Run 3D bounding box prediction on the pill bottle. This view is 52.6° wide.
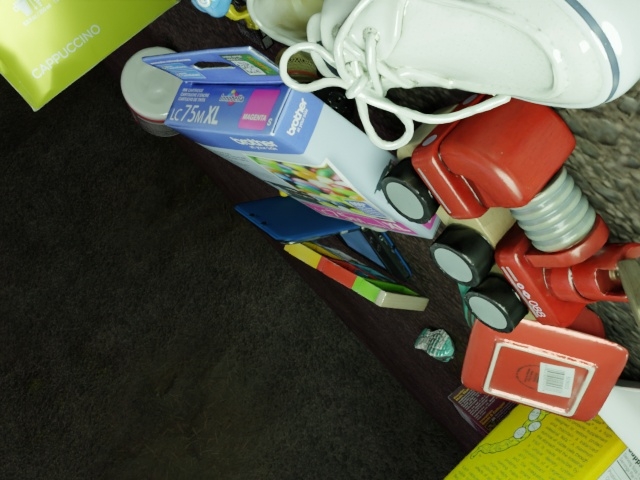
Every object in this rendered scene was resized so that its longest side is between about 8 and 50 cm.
[{"bbox_3d":[-0.409,-0.368,1.680,0.176,0.176,0.318,49,171,-5],"label":"pill bottle"}]

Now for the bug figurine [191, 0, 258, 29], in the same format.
[{"bbox_3d":[-0.143,-0.334,0.626,0.216,0.072,0.279,-134,25,-67],"label":"bug figurine"}]

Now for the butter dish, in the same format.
[{"bbox_3d":[0.258,0.116,0.752,0.160,0.118,0.160,14,138,16],"label":"butter dish"}]

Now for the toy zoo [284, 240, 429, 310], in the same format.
[{"bbox_3d":[0.057,0.059,1.307,0.293,0.030,0.192,29,-172,33],"label":"toy zoo"}]

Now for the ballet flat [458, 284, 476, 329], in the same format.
[{"bbox_3d":[0.209,0.041,0.824,0.247,0.083,0.087,61,-171,-54],"label":"ballet flat"}]

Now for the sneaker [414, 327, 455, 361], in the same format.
[{"bbox_3d":[0.270,0.236,1.424,0.076,0.065,0.166,33,176,-7],"label":"sneaker"}]

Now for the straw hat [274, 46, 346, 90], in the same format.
[{"bbox_3d":[-0.034,-0.220,0.849,0.144,0.144,0.061,176,93,-79],"label":"straw hat"}]

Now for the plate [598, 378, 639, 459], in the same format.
[{"bbox_3d":[0.430,0.246,0.689,0.277,0.045,0.278,49,171,3],"label":"plate"}]

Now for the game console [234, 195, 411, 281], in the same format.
[{"bbox_3d":[0.000,0.000,1.297,0.250,0.173,0.293,54,170,-29],"label":"game console"}]

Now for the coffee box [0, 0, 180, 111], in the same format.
[{"bbox_3d":[-0.527,-0.493,1.189,0.334,0.337,0.338,36,164,54],"label":"coffee box"}]

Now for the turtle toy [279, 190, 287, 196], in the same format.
[{"bbox_3d":[-0.064,-0.143,1.331,0.130,0.066,0.095,73,179,-72],"label":"turtle toy"}]

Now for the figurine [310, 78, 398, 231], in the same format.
[{"bbox_3d":[0.047,-0.108,0.848,0.215,0.092,0.209,40,168,-5],"label":"figurine"}]

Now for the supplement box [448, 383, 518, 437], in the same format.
[{"bbox_3d":[0.358,0.346,1.270,0.188,0.104,0.081,40,168,47],"label":"supplement box"}]

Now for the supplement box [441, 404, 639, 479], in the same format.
[{"bbox_3d":[0.311,0.407,0.932,0.194,0.356,0.195,52,171,-18],"label":"supplement box"}]

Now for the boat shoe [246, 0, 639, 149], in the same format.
[{"bbox_3d":[0.044,-0.152,0.480,0.367,0.156,0.136,40,168,44],"label":"boat shoe"}]

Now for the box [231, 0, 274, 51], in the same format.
[{"bbox_3d":[-0.105,-0.320,0.932,0.067,0.018,0.083,42,169,36],"label":"box"}]

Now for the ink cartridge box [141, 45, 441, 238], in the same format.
[{"bbox_3d":[-0.025,-0.092,0.675,0.186,0.065,0.311,15,168,45],"label":"ink cartridge box"}]

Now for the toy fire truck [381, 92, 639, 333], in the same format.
[{"bbox_3d":[0.183,-0.009,0.522,0.217,0.158,0.246,52,159,-17],"label":"toy fire truck"}]
